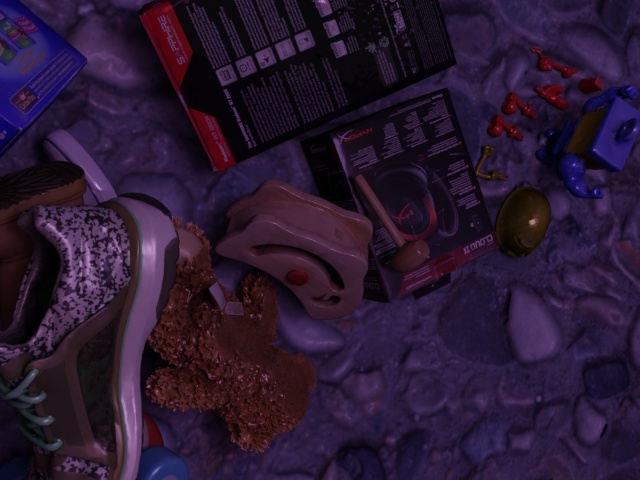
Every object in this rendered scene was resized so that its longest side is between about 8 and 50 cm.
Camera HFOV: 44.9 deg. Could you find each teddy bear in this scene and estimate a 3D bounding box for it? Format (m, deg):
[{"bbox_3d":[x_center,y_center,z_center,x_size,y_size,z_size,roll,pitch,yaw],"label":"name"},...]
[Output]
[{"bbox_3d":[-0.146,0.129,1.034,0.338,0.113,0.245,40,45,-39],"label":"teddy bear"}]

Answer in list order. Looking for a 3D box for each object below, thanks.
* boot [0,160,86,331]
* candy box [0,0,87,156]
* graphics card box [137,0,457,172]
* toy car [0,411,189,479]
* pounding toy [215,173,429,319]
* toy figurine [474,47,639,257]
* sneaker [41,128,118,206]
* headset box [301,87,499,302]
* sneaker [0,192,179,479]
[{"bbox_3d":[-0.352,0.066,0.875,0.236,0.089,0.270,-22,129,-40],"label":"boot"},{"bbox_3d":[-0.438,-0.232,0.826,0.122,0.268,0.317,-40,111,18],"label":"candy box"},{"bbox_3d":[-0.025,-0.274,1.036,0.370,0.094,0.233,-25,115,-2],"label":"graphics card box"},{"bbox_3d":[-0.246,0.336,0.991,0.210,0.219,0.238,-56,140,-15],"label":"toy car"},{"bbox_3d":[0.000,0.000,1.070,0.269,0.154,0.155,23,48,-13],"label":"pounding toy"},{"bbox_3d":[0.410,-0.157,1.257,0.191,0.217,0.363,35,75,-21],"label":"toy figurine"},{"bbox_3d":[-0.300,-0.014,0.992,0.091,0.094,0.258,-32,104,-26],"label":"sneaker"},{"bbox_3d":[0.129,-0.055,1.183,0.218,0.110,0.293,-25,100,-22],"label":"headset box"},{"bbox_3d":[-0.289,0.139,0.818,0.182,0.158,0.411,12,87,-50],"label":"sneaker"}]
